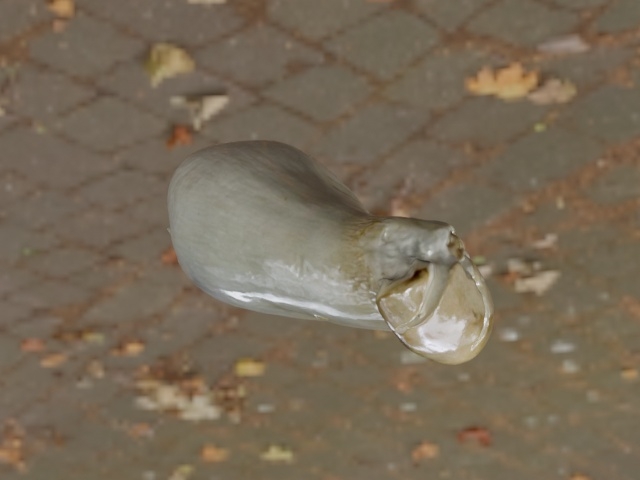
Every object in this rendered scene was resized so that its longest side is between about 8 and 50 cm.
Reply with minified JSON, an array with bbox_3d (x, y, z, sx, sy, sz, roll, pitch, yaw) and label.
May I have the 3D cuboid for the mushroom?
[{"bbox_3d":[0.000,0.000,0.883,0.116,0.093,0.225,28,170,-31],"label":"mushroom"}]
